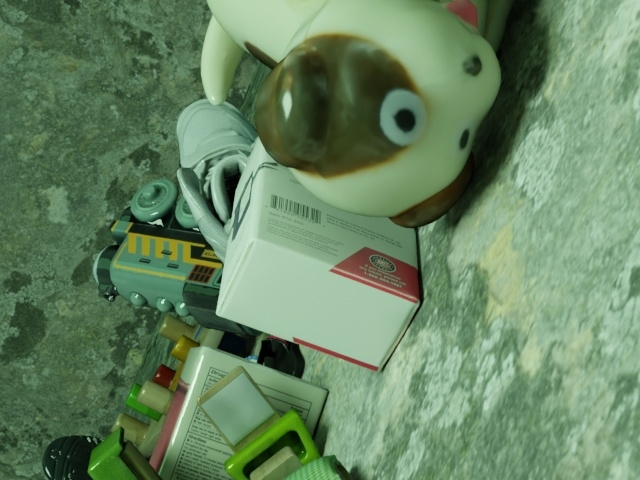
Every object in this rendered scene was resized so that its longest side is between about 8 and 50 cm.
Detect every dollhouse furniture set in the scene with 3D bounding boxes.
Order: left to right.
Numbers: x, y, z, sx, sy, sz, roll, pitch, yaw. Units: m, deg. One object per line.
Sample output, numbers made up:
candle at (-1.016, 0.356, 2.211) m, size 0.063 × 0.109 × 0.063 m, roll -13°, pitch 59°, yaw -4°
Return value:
dollhouse furniture set at (-0.094, 0.220, 1.146) m, size 0.197 × 0.151 × 0.301 m, roll -38°, pitch 6°, yaw -6°

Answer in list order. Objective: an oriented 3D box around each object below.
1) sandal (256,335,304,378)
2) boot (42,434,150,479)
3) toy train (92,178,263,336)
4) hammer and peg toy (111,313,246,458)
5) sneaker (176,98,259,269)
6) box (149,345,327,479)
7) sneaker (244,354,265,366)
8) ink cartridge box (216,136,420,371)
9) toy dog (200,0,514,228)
sandal at (-0.056, 0.148, 1.579) m, size 0.179 × 0.040 × 0.067 m, roll -141°, pitch 72°, yaw -78°
boot at (-0.323, 0.385, 1.912) m, size 0.207 × 0.246 × 0.094 m, roll 133°, pitch 147°, yaw -56°
toy train at (-0.177, 0.024, 1.768) m, size 0.190 × 0.334 × 0.142 m, roll -61°, pitch -38°, yaw -28°
hammer and peg toy at (-0.220, 0.213, 1.939) m, size 0.266 × 0.127 × 0.361 m, roll -67°, pitch 10°, yaw -28°
sneaker at (-0.111, -0.087, 1.596) m, size 0.210 × 0.137 × 0.366 m, roll 74°, pitch 173°, yaw -57°
box at (-0.108, 0.248, 1.374) m, size 0.127 × 0.148 × 0.232 m, roll 157°, pitch 133°, yaw -76°
sneaker at (-0.112, 0.221, 1.693) m, size 0.058 × 0.052 × 0.135 m, roll -95°, pitch 27°, yaw -56°
ink cartridge box at (0.000, 0.000, 1.244) m, size 0.237 × 0.172 × 0.100 m, roll -88°, pitch 21°, yaw -58°
toy dog at (0.023, -0.209, 1.154) m, size 0.395 × 0.284 × 0.408 m, roll -34°, pitch 46°, yaw 19°
